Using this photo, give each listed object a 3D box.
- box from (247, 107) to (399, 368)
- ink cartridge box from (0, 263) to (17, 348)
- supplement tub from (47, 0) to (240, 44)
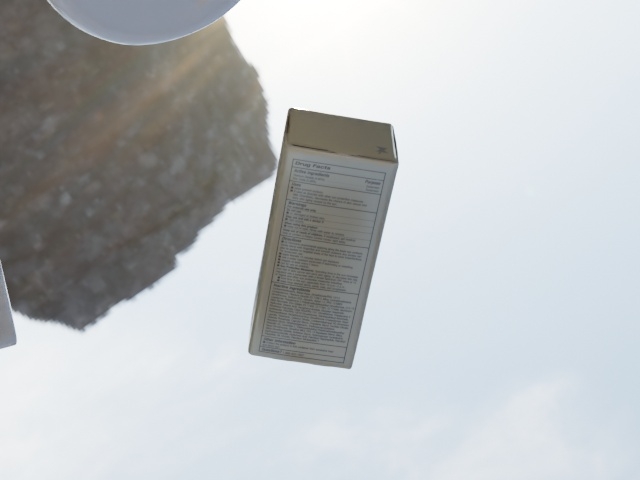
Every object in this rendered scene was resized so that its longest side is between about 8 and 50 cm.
[{"bbox_3d":[0.000,0.000,1.519,0.148,0.311,0.121,10,-151,-5],"label":"box"},{"bbox_3d":[-0.416,0.017,1.179,0.181,0.224,0.056,-13,-168,-17],"label":"ink cartridge box"},{"bbox_3d":[-0.198,-0.370,1.134,0.235,0.235,0.325,-30,-127,3],"label":"supplement tub"}]
